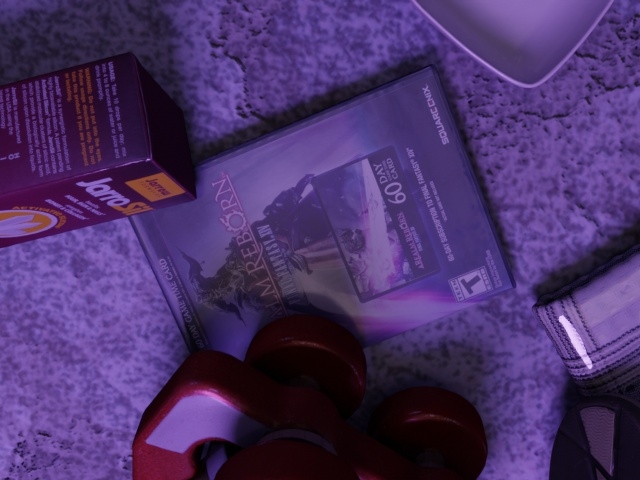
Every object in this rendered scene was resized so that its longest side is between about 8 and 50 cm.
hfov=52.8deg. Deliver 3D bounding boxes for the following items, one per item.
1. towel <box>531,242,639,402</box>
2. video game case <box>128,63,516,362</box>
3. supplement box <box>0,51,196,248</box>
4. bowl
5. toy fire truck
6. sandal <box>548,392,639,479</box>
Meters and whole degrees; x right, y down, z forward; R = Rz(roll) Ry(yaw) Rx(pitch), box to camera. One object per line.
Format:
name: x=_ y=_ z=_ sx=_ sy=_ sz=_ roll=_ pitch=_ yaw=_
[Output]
towel: x=0.391 y=0.100 z=0.539 sx=0.324 sy=0.056 sz=0.312 roll=-32 pitch=98 yaw=3
video game case: x=0.000 y=0.000 z=0.534 sx=0.274 sy=0.026 sz=0.196 roll=-22 pitch=98 yaw=2
supplement box: x=-0.198 y=-0.057 z=0.469 sx=0.188 sy=0.104 sz=0.081 roll=-13 pitch=77 yaw=4
bowl: x=0.146 y=-0.202 z=0.490 sx=0.142 sy=0.053 sz=0.142 roll=37 pitch=97 yaw=-5
toy fire truck: x=-0.013 y=0.221 z=0.499 sx=0.302 sy=0.169 sz=0.254 roll=32 pitch=116 yaw=-14
sandal: x=0.241 y=0.270 z=0.534 sx=0.086 sy=0.120 sz=0.303 roll=-4 pitch=109 yaw=-34
